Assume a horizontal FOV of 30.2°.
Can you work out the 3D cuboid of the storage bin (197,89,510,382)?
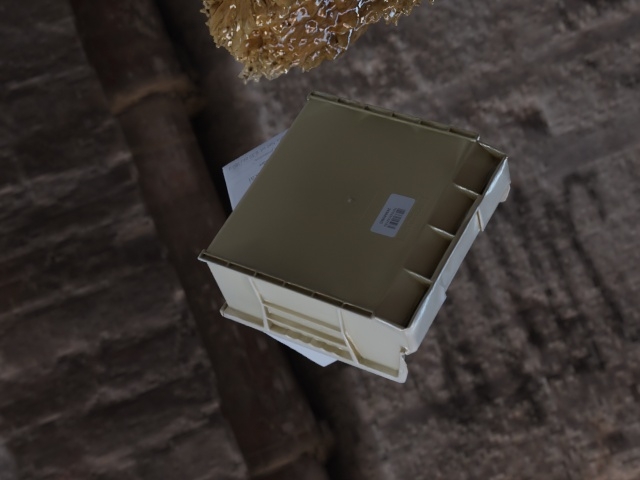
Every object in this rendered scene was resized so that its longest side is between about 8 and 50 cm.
[{"bbox_3d":[0.045,-0.011,1.320,0.260,0.123,0.262,19,-119,27],"label":"storage bin"}]

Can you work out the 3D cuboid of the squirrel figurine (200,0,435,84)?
[{"bbox_3d":[-0.007,-0.317,0.878,0.281,0.397,0.370,1,-155,30],"label":"squirrel figurine"}]

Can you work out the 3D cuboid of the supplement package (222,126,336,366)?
[{"bbox_3d":[0.000,0.000,1.718,0.177,0.293,0.175,-29,145,18],"label":"supplement package"}]
